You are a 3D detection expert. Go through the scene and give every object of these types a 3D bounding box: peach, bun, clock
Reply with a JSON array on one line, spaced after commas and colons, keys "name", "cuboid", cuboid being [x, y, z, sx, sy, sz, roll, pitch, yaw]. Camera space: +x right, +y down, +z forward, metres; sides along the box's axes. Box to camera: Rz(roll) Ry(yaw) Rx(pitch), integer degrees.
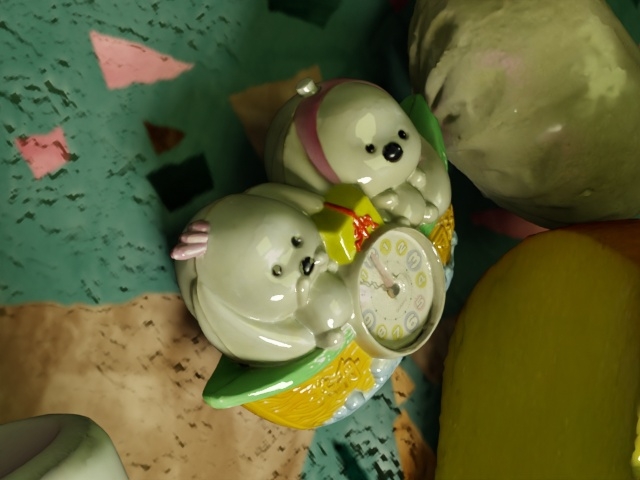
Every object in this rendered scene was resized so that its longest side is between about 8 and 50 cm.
[{"name": "peach", "cuboid": [0.225, 0.134, 1.052, 0.306, 0.380, 0.242, 19, 70, -11]}, {"name": "bun", "cuboid": [0.126, -0.085, 1.104, 0.128, 0.178, 0.193, -34, 139, 1]}, {"name": "clock", "cuboid": [0.000, 0.000, 1.003, 0.231, 0.103, 0.144, -54, 126, -32]}]

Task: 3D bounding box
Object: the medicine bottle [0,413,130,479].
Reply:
[{"name": "medicine bottle", "cuboid": [-0.122, 0.237, 0.812, 0.170, 0.170, 0.293, -30, 104, -40]}]
